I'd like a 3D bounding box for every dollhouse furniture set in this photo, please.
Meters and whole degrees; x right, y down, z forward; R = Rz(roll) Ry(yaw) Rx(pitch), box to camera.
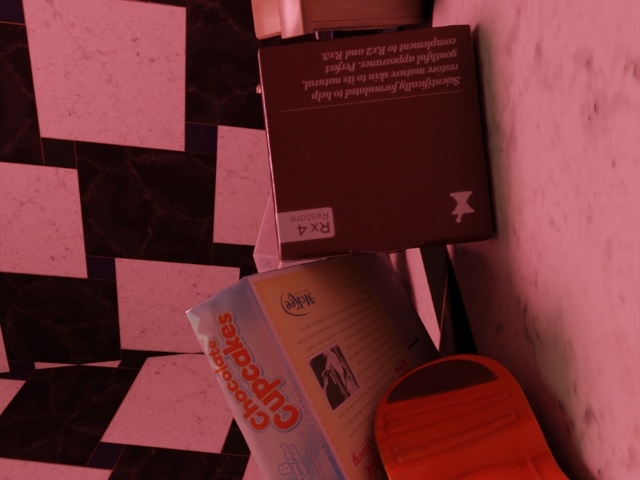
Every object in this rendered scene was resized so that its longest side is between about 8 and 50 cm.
[{"bbox_3d":[-0.029,-0.279,0.682,0.242,0.161,0.212,13,115,52],"label":"dollhouse furniture set"}]

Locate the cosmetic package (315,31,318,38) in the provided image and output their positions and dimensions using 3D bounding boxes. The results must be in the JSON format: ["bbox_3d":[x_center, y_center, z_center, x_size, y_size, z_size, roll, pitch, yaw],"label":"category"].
[{"bbox_3d":[0.030,-0.564,1.164,0.309,0.113,0.160,85,180,-62],"label":"cosmetic package"}]

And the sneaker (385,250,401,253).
[{"bbox_3d":[0.096,-0.041,1.100,0.222,0.083,0.118,-100,5,-82],"label":"sneaker"}]

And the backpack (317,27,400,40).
[{"bbox_3d":[0.045,-0.344,0.873,0.158,0.116,0.173,81,-177,-72],"label":"backpack"}]

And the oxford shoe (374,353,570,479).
[{"bbox_3d":[0.106,0.198,0.294,0.364,0.130,0.133,-75,-37,-69],"label":"oxford shoe"}]

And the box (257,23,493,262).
[{"bbox_3d":[0.042,-0.075,0.550,0.203,0.168,0.167,-81,-15,-89],"label":"box"}]

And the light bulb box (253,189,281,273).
[{"bbox_3d":[0.000,0.000,1.505,0.361,0.225,0.358,83,-164,-55],"label":"light bulb box"}]

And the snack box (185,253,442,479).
[{"bbox_3d":[0.031,0.108,0.526,0.187,0.060,0.322,62,-159,8],"label":"snack box"}]

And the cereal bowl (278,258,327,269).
[{"bbox_3d":[0.058,0.154,1.097,0.339,0.141,0.339,35,132,50],"label":"cereal bowl"}]
